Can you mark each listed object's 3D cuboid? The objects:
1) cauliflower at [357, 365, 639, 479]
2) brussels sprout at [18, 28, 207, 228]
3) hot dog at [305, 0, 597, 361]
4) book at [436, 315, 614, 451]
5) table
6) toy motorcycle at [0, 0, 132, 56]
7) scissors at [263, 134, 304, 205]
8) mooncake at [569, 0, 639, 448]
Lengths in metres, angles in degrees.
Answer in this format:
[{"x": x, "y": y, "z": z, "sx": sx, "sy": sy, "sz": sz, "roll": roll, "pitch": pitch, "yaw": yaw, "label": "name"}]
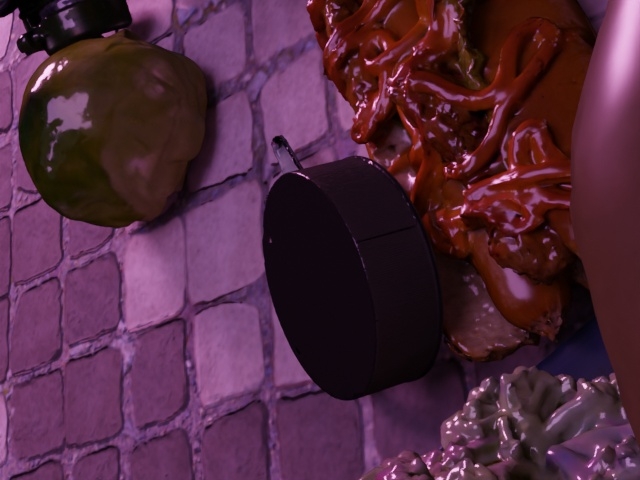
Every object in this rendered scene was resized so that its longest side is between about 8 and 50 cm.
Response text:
[{"x": 0.119, "y": 0.185, "z": 0.476, "sx": 0.316, "sy": 0.239, "sz": 0.256, "roll": 8, "pitch": 58, "yaw": 29, "label": "cauliflower"}, {"x": -0.172, "y": -0.093, "z": 0.906, "sx": 0.149, "sy": 0.122, "sz": 0.151, "roll": -59, "pitch": 45, "yaw": 19, "label": "brussels sprout"}, {"x": 0.075, "y": -0.100, "z": 0.665, "sx": 0.158, "sy": 0.117, "sz": 0.348, "roll": -41, "pitch": 53, "yaw": 34, "label": "hot dog"}, {"x": 0.160, "y": 0.137, "z": 0.584, "sx": 0.269, "sy": 0.025, "sz": 0.190, "roll": -46, "pitch": 50, "yaw": 25, "label": "book"}, {"x": 0.015, "y": 0.021, "z": 0.649, "sx": 0.133, "sy": 0.043, "sz": 0.133, "roll": 42, "pitch": 139, "yaw": 50, "label": "table"}, {"x": -0.183, "y": -0.276, "z": 0.936, "sx": 0.275, "sy": 0.127, "sz": 0.205, "roll": -18, "pitch": 96, "yaw": 30, "label": "toy motorcycle"}, {"x": 0.000, "y": 0.000, "z": 0.754, "sx": 0.187, "sy": 0.020, "sz": 0.133, "roll": -124, "pitch": 32, "yaw": -48, "label": "scissors"}, {"x": 0.312, "y": -0.010, "z": 0.301, "sx": 0.467, "sy": 0.262, "sz": 0.466, "roll": -11, "pitch": 71, "yaw": 36, "label": "mooncake"}]
